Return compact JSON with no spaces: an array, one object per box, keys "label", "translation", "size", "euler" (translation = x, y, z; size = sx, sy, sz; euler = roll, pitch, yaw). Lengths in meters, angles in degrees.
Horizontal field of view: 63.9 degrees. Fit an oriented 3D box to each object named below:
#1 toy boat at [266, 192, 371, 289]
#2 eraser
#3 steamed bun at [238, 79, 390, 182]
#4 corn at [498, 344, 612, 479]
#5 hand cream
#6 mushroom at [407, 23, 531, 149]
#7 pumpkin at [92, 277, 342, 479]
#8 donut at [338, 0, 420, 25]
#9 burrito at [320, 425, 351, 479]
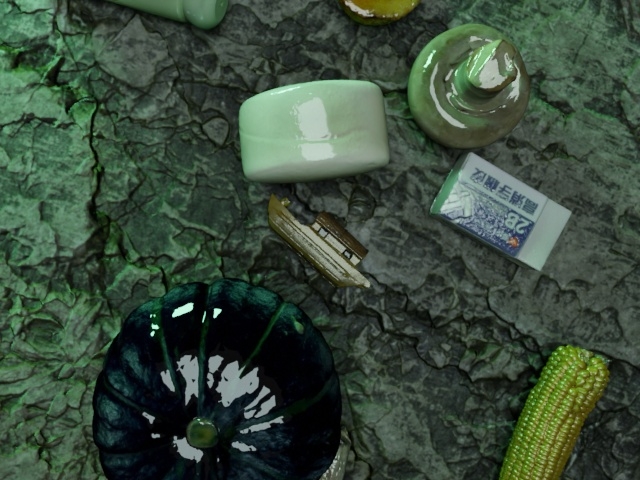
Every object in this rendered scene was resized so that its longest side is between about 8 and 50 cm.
[{"label":"toy boat","translation":[0.000,0.000,0.870],"size":[0.226,0.068,0.088],"euler":[43,82,-1]},{"label":"eraser","translation":[0.311,-0.049,0.891],"size":[0.210,0.068,0.125],"euler":[29,87,-5]},{"label":"steamed bun","translation":[-0.009,-0.168,0.817],"size":[0.241,0.164,0.146],"euler":[-7,92,-6]},{"label":"corn","translation":[0.391,0.326,0.883],"size":[0.102,0.102,0.313],"euler":[26,88,-4]},{"label":"hand cream","translation":[-0.301,-0.436,0.839],"size":[0.305,0.093,0.147],"euler":[20,84,4]},{"label":"mushroom","translation":[0.246,-0.251,0.820],"size":[0.204,0.204,0.204],"euler":[0,90,-5]},{"label":"pumpkin","translation":[-0.146,0.239,0.759],"size":[0.363,0.266,0.364],"euler":[0,94,-5]},{"label":"donut","translation":[0.093,-0.454,0.875],"size":[0.162,0.065,0.178],"euler":[5,89,-10]},{"label":"burrito","translation":[0.007,0.409,0.880],"size":[0.058,0.045,0.188],"euler":[21,86,-30]}]
